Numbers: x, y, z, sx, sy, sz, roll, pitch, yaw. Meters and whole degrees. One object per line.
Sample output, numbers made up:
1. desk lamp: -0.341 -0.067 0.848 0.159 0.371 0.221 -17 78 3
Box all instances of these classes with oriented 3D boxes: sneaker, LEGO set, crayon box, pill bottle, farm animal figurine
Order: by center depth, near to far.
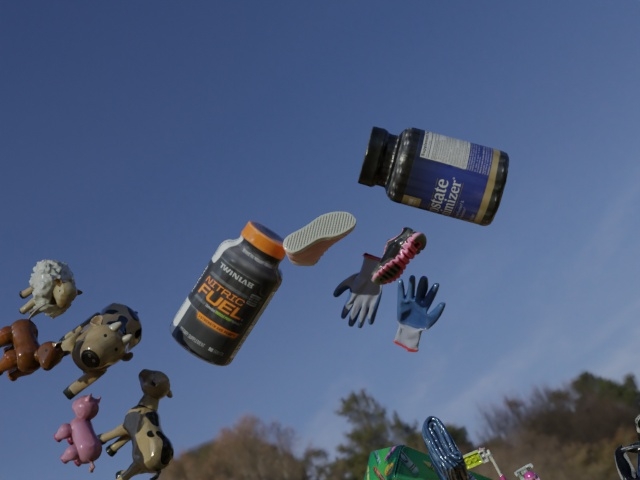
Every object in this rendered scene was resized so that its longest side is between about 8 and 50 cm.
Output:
1. pill bottle: 0.175 -0.107 1.616 0.219 0.123 0.123 15 -31 1
2. farm animal figurine: -0.344 0.198 1.647 0.172 0.327 0.330 -34 -66 12
3. LEGO set: 0.233 0.448 1.750 0.287 0.107 0.132 -30 9 -9
4. sneaker: 0.126 0.024 1.764 0.119 0.057 0.047 -45 -43 -4
5. sneaker: 0.000 0.000 1.777 0.134 0.051 0.070 -25 -31 -10
6. pill bottle: -0.152 0.088 1.816 0.130 0.130 0.246 20 -75 -55
7. crayon box: 0.256 0.542 2.283 0.278 0.081 0.165 24 -23 -14

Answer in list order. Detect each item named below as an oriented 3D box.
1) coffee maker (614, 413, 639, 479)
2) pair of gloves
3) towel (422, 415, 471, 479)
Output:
1. coffee maker: 0.426 0.307 1.187 0.120 0.171 0.178 -33 15 32
2. pair of gloves: 0.120 0.111 1.848 0.023 0.198 0.159 -51 -20 -60
3. towel: 0.135 0.238 1.113 0.029 0.067 0.119 -28 -35 -3
